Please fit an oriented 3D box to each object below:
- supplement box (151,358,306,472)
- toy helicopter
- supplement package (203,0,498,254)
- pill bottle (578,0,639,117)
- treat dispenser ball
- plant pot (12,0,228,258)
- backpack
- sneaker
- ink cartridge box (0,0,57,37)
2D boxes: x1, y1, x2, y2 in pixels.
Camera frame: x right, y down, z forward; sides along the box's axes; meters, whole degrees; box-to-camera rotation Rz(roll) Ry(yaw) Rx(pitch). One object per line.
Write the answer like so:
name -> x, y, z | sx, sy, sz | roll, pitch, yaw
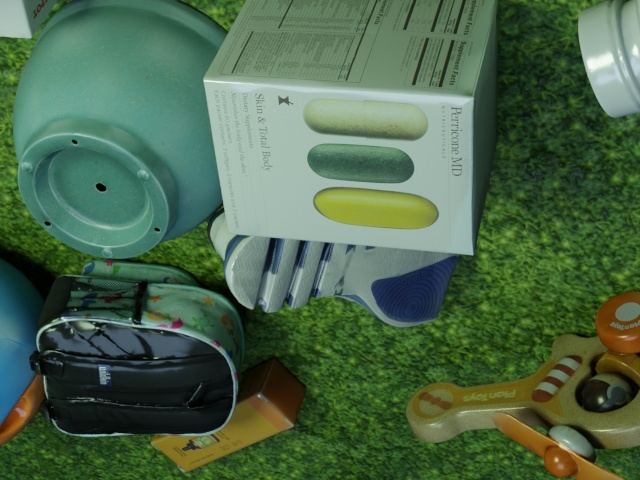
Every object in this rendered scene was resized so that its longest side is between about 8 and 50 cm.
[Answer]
supplement box -> -0.132, 0.252, 1.763 | 0.233, 0.080, 0.078 | -29, 116, 33
toy helicopter -> 0.267, 0.206, 1.487 | 0.355, 0.235, 0.140 | -11, 127, 26
supplement package -> 0.042, -0.130, 1.284 | 0.262, 0.198, 0.199 | 5, 131, 13
pill bottle -> 0.386, -0.204, 1.144 | 0.272, 0.152, 0.152 | -15, 124, 29
treat dispenser ball -> -0.496, 0.148, 1.639 | 0.288, 0.288, 0.288 | 9, 132, 10
plant pot -> -0.222, -0.105, 1.393 | 0.293, 0.196, 0.293 | 8, 132, 9
backpack -> -0.224, 0.146, 1.617 | 0.253, 0.191, 0.225 | 6, 130, 6
sneaker -> -0.001, 0.000, 1.460 | 0.315, 0.182, 0.128 | 8, 112, -34
ink cartridge box -> -0.325, -0.324, 1.268 | 0.082, 0.140, 0.191 | 4, 132, 12
